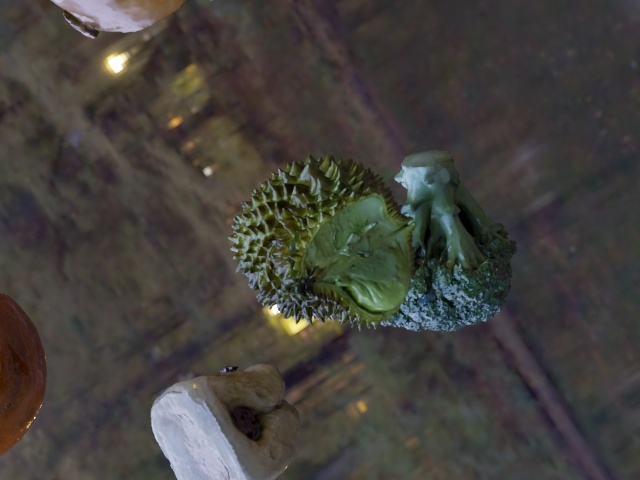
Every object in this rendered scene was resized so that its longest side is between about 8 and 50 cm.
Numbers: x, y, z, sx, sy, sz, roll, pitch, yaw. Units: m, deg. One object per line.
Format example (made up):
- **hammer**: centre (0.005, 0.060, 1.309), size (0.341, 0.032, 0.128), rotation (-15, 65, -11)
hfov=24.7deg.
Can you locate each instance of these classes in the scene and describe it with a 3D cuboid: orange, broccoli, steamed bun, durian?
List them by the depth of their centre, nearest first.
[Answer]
- **durian**: centre (0.001, 0.001, 1.706), size (0.177, 0.200, 0.237), rotation (9, 170, 32)
- **steamed bun**: centre (-0.093, 0.218, 1.730), size (0.141, 0.155, 0.172), rotation (-29, 93, 49)
- **orange**: centre (-0.531, 0.190, 2.082), size (0.284, 0.284, 0.226), rotation (57, 171, 2)
- **broccoli**: centre (0.155, 0.008, 2.082), size (0.270, 0.270, 0.270), rotation (-126, 31, -63)

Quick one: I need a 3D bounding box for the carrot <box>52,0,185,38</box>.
- **carrot**: centre (-0.232, -0.350, 1.244), size (0.341, 0.224, 0.224), rotation (43, -170, -51)
